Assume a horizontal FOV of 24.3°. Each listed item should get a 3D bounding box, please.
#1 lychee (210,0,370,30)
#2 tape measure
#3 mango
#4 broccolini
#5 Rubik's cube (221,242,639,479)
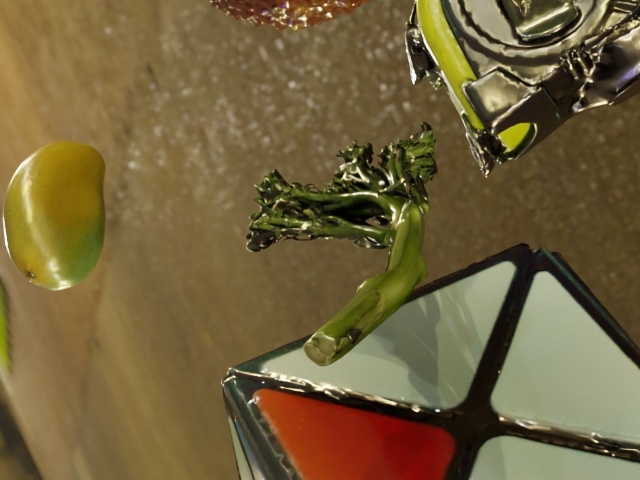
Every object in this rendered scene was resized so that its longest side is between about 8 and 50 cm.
[{"bbox_3d":[-0.042,-0.380,1.779,0.276,0.304,0.276,-17,68,50],"label":"lychee"},{"bbox_3d":[0.155,-0.171,1.113,0.186,0.199,0.112,63,-178,22],"label":"tape measure"},{"bbox_3d":[-0.310,-0.033,1.728,0.085,0.122,0.191,-41,46,49],"label":"mango"},{"bbox_3d":[0.000,0.003,0.818,0.062,0.123,0.271,58,-162,-15],"label":"broccolini"},{"bbox_3d":[0.098,0.191,0.941,0.250,0.248,0.246,-125,21,-44],"label":"Rubik's cube"}]
